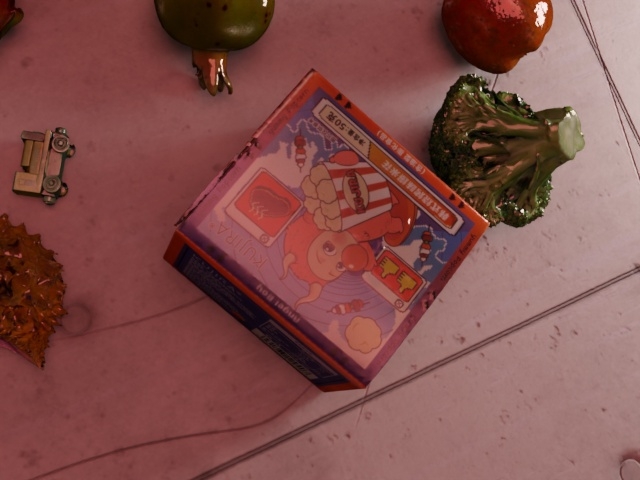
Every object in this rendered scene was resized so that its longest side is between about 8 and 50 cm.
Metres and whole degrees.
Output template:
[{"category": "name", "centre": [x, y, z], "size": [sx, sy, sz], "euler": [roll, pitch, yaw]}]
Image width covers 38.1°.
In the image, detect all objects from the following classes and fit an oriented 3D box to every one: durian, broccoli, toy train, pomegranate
[{"category": "durian", "centre": [-0.512, 0.033, 1.331], "size": [0.341, 0.112, 0.191], "euler": [28, 77, -5]}, {"category": "broccoli", "centre": [0.299, -0.152, 1.511], "size": [0.261, 0.242, 0.269], "euler": [-50, 124, -36]}, {"category": "toy train", "centre": [-0.422, -0.116, 1.416], "size": [0.081, 0.050, 0.122], "euler": [6, 79, -5]}, {"category": "pomegranate", "centre": [-0.159, -0.356, 1.449], "size": [0.198, 0.198, 0.246], "euler": [-8, 84, -15]}]

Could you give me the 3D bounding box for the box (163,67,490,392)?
[{"category": "box", "centre": [0.000, 0.000, 1.386], "size": [0.349, 0.257, 0.318], "euler": [41, 74, -3]}]

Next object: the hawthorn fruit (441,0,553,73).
[{"category": "hawthorn fruit", "centre": [0.297, -0.383, 1.577], "size": [0.189, 0.189, 0.189], "euler": [3, 79, -13]}]

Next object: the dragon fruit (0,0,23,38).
[{"category": "dragon fruit", "centre": [-0.505, -0.387, 1.395], "size": [0.142, 0.138, 0.175], "euler": [37, 96, -7]}]
